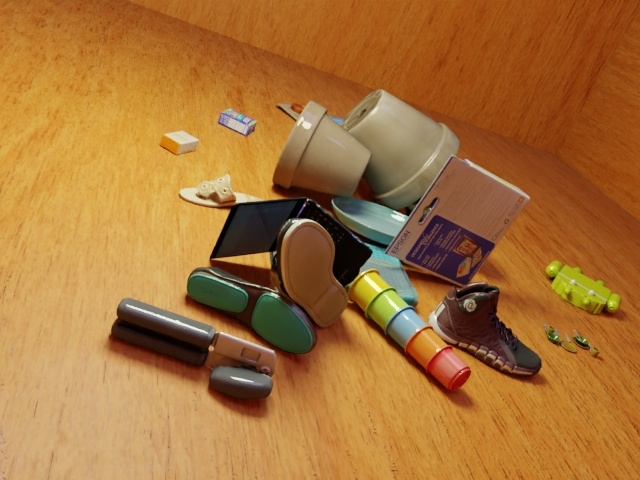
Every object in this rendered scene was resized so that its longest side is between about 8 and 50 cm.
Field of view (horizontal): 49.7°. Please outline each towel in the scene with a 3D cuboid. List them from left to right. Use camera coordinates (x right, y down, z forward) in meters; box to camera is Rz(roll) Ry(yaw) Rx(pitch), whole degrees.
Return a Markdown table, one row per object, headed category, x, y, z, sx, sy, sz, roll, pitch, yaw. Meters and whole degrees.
| category | x | y | z | sx | sy | sz | roll | pitch | yaw |
| --- | --- | --- | --- | --- | --- | --- | --- | --- | --- |
| towel | 0.050 | 0.044 | 1.706 | 0.370 | 0.040 | 0.271 | 17 | 24 | -15 |

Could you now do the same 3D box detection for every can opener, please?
| category | x | y | z | sx | sy | sz | roll | pitch | yaw |
| --- | --- | --- | --- | --- | --- | --- | --- | --- | --- |
| can opener | -0.207 | 0.181 | 1.132 | 0.283 | 0.076 | 0.095 | 20 | 23 | -6 |

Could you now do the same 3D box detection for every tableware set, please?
| category | x | y | z | sx | sy | sz | roll | pitch | yaw |
| --- | --- | --- | --- | --- | --- | --- | --- | --- | --- |
| tableware set | 0.669 | 0.266 | 1.839 | 0.154 | 0.024 | 0.104 | 24 | 24 | -1 |

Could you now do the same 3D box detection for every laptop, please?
| category | x | y | z | sx | sy | sz | roll | pitch | yaw |
| --- | --- | --- | --- | --- | --- | --- | --- | --- | --- |
| laptop | -0.066 | 0.029 | 1.427 | 0.264 | 0.234 | 0.136 | 40 | 56 | 3 |

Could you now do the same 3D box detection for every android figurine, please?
| category | x | y | z | sx | sy | sz | roll | pitch | yaw |
| --- | --- | --- | --- | --- | --- | --- | --- | --- | --- |
| android figurine | 0.831 | 0.151 | 2.197 | 0.248 | 0.056 | 0.273 | 34 | 24 | 21 |

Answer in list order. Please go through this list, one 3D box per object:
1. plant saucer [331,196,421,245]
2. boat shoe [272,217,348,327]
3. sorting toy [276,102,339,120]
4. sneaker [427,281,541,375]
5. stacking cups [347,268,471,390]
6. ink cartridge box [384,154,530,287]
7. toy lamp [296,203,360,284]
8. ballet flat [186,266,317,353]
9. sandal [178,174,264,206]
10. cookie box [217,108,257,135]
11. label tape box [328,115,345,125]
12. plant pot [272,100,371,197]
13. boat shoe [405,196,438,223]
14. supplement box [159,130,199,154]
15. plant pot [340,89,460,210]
| category | x | y | z | sx | sy | sz | roll | pitch | yaw |
| --- | --- | --- | --- | --- | --- | --- | --- | --- | --- |
| plant saucer | 0.176 | -0.044 | 1.961 | 0.317 | 0.044 | 0.317 | 17 | 16 | -5 |
| boat shoe | -0.036 | 0.049 | 1.335 | 0.113 | 0.127 | 0.340 | 37 | -12 | 31 |
| sorting toy | -0.005 | -0.500 | 2.794 | 0.229 | 0.041 | 0.307 | 39 | 28 | 30 |
| sneaker | 0.399 | 0.191 | 1.569 | 0.281 | 0.163 | 0.106 | 24 | 23 | 0 |
| stacking cups | 0.194 | 0.188 | 1.475 | 0.096 | 0.096 | 0.316 | -5 | 38 | -48 |
| ink cartridge box | 0.349 | -0.051 | 1.796 | 0.307 | 0.304 | 0.072 | 23 | 19 | -30 |
| toy lamp | 0.000 | 0.000 | 1.625 | 0.080 | 0.080 | 0.275 | 8 | 30 | -32 |
| ballet flat | -0.122 | 0.120 | 1.325 | 0.280 | 0.095 | 0.096 | 28 | 15 | 9 |
| sandal | -0.235 | -0.130 | 1.754 | 0.240 | 0.079 | 0.088 | 10 | 27 | -29 |
| cookie box | -0.278 | -0.400 | 2.328 | 0.107 | 0.040 | 0.092 | 26 | 23 | 2 |
| label tape box | 0.114 | -0.317 | 2.441 | 0.240 | 0.106 | 0.334 | -1 | 36 | -44 |
| plant pot | 0.018 | -0.238 | 1.991 | 0.229 | 0.263 | 0.263 | 25 | 23 | 0 |
| boat shoe | 0.388 | -0.041 | 2.095 | 0.123 | 0.123 | 0.342 | -31 | 44 | -33 |
| supplement box | -0.401 | -0.278 | 1.963 | 0.062 | 0.036 | 0.098 | 30 | 24 | 15 |
| plant pot | 0.217 | -0.299 | 2.121 | 0.280 | 0.323 | 0.323 | 43 | 17 | -21 |
